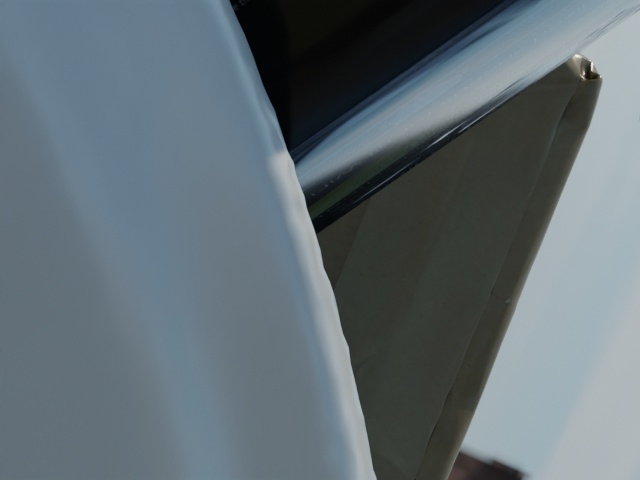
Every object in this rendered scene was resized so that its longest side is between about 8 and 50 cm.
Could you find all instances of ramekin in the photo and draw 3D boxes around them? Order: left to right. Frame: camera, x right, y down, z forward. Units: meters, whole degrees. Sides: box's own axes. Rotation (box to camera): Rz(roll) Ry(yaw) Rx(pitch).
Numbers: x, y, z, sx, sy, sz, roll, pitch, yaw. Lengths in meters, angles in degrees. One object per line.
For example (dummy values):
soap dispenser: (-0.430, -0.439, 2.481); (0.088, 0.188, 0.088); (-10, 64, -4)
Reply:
ramekin: (-0.098, 0.040, 0.258); (0.277, 0.135, 0.277); (-16, 90, -72)

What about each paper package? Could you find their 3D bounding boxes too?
paper package: (0.000, 0.000, 1.282); (0.309, 0.168, 0.325); (-68, -162, -5)

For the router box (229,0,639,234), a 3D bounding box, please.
router box: (0.009, -0.063, 0.517); (0.309, 0.081, 0.243); (-35, 176, 5)
